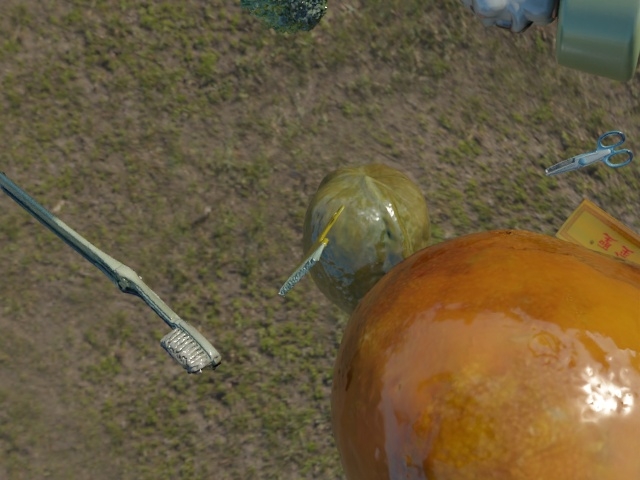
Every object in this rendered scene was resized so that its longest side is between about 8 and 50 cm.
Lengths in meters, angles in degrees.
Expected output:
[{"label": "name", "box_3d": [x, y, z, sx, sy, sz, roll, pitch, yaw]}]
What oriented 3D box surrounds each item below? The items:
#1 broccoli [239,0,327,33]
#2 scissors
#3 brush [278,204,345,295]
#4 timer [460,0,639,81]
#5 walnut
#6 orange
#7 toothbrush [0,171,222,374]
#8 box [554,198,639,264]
[{"label": "broccoli", "box_3d": [-0.070, -0.448, 1.411, 0.176, 0.226, 0.197, 12, 72, 2]}, {"label": "scissors", "box_3d": [0.371, -0.114, 1.187, 0.119, 0.014, 0.058, -18, 119, 27]}, {"label": "brush", "box_3d": [0.000, 0.000, 1.190, 0.011, 0.205, 0.083, 40, 124, -6]}, {"label": "timer", "box_3d": [0.382, -0.422, 1.420, 0.315, 0.291, 0.290, 8, 89, 17]}, {"label": "walnut", "box_3d": [0.078, 0.001, 1.515, 0.283, 0.227, 0.282, 41, 142, 42]}, {"label": "orange", "box_3d": [0.147, 0.115, 0.549, 0.284, 0.284, 0.226, 26, 104, 25]}, {"label": "toothbrush", "box_3d": [-0.186, 0.018, 0.714, 0.294, 0.028, 0.026, 38, 144, 28]}, {"label": "box", "box_3d": [0.481, 0.051, 1.283, 0.076, 0.274, 0.174, -53, 53, 7]}]
